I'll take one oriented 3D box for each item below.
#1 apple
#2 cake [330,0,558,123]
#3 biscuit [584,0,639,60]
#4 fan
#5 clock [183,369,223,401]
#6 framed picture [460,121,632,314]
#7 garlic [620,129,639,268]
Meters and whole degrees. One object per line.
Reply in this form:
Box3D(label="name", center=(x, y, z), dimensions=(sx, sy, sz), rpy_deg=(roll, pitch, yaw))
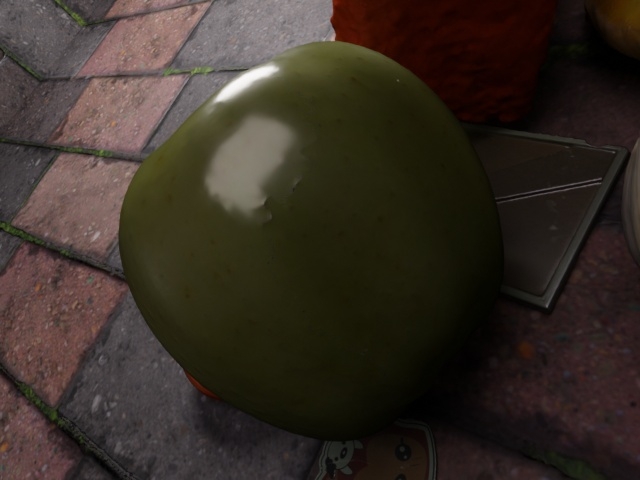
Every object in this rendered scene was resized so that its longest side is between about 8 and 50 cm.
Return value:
Box3D(label="apple", center=(0.000, 0.000, 0.539), dimensions=(0.357, 0.357, 0.358), rpy_deg=(-19, 51, 24))
Box3D(label="cake", center=(0.153, -0.336, 0.669), dimensions=(0.269, 0.270, 0.320), rpy_deg=(3, 58, 9))
Box3D(label="biscuit", center=(0.507, -0.307, 0.542), dimensions=(0.445, 0.104, 0.430), rpy_deg=(-12, 46, 31))
Box3D(label="fan", center=(0.086, 0.246, 0.539), dimensions=(0.219, 0.009, 0.132), rpy_deg=(13, 69, 41))
Box3D(label="clock", center=(-0.103, 0.115, 0.735), dimensions=(0.205, 0.051, 0.205), rpy_deg=(-17, 52, 24))
Box3D(label="framed picture", center=(0.187, -0.053, 0.668), dimensions=(0.289, 0.020, 0.211), rpy_deg=(21, 74, 43))
Box3D(label="garlic", center=(0.347, -0.043, 0.344), dimensions=(0.259, 0.317, 0.318), rpy_deg=(32, 80, 16))
